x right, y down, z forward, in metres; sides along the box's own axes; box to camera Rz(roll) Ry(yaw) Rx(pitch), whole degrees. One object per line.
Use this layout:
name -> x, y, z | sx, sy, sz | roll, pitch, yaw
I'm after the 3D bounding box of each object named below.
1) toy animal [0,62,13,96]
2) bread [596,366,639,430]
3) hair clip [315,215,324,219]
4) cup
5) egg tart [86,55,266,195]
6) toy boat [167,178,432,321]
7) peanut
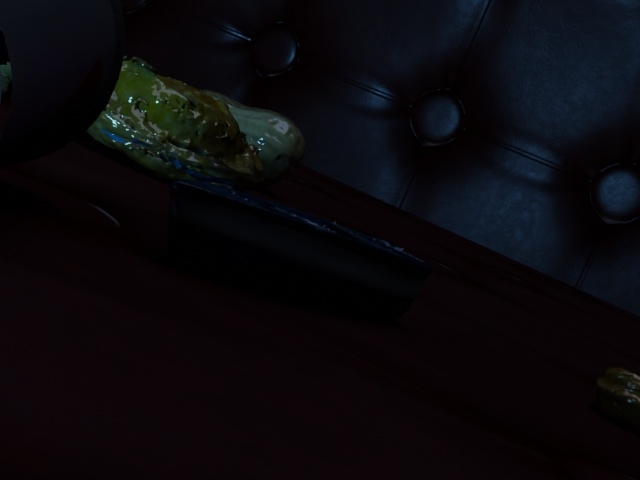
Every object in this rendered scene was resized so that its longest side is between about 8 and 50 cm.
toy animal -> -0.361, -0.207, 1.611 | 0.219, 0.103, 0.101 | 17, -15, -24
bread -> 0.274, 0.137, 1.062 | 0.083, 0.044, 0.111 | 21, 3, 20
hair clip -> 0.001, -0.002, 1.314 | 0.229, 0.036, 0.066 | 17, 14, -48
cup -> -0.230, -0.115, 0.760 | 0.203, 0.203, 0.288 | 22, 11, -9
egg tart -> -0.182, -0.146, 1.491 | 0.291, 0.107, 0.291 | 26, 9, -4
toy boat -> -0.021, 0.009, 0.964 | 0.096, 0.061, 0.299 | 28, 6, 37
peanut -> -0.135, -0.156, 1.886 | 0.257, 0.123, 0.123 | 21, 4, 29
